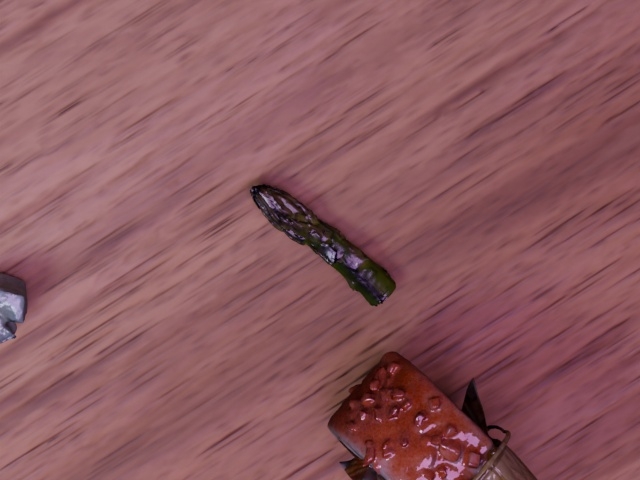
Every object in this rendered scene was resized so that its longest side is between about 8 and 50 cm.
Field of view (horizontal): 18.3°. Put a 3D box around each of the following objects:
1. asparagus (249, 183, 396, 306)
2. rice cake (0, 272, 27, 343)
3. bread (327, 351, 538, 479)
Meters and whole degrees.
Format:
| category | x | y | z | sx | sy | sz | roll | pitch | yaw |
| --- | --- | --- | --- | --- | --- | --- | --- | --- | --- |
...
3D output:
| category | x | y | z | sx | sy | sz | roll | pitch | yaw |
| --- | --- | --- | --- | --- | --- | --- | --- | --- | --- |
| asparagus | 0.000 | 0.000 | 1.777 | 0.165 | 0.030 | 0.036 | 37 | 123 | -19 |
| rice cake | -0.404 | 0.118 | 1.710 | 0.336 | 0.066 | 0.063 | -24 | 108 | -5 |
| bread | 0.111 | 0.195 | 1.761 | 0.142 | 0.224 | 0.212 | -44 | 89 | -4 |
